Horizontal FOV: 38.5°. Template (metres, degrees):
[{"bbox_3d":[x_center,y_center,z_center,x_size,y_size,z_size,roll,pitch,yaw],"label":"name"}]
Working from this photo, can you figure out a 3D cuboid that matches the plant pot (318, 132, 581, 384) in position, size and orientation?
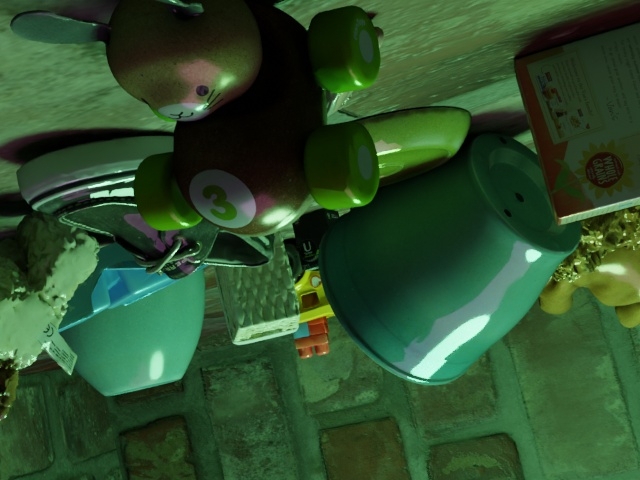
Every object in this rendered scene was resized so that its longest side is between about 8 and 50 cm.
[{"bbox_3d":[0.180,0.008,1.173,0.272,0.271,0.255,-6,152,-44],"label":"plant pot"}]

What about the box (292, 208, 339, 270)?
[{"bbox_3d":[0.000,0.000,1.412,0.062,0.083,0.052,-17,170,25],"label":"box"}]

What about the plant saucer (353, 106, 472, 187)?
[{"bbox_3d":[0.059,-0.092,1.042,0.241,0.037,0.241,-13,171,-2],"label":"plant saucer"}]

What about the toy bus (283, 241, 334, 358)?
[{"bbox_3d":[0.000,0.098,1.652,0.220,0.211,0.149,-16,170,5],"label":"toy bus"}]

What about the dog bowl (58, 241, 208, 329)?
[{"bbox_3d":[-0.281,0.056,1.160,0.297,0.074,0.166,-24,179,-36],"label":"dog bowl"}]

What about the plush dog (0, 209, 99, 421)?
[{"bbox_3d":[-0.384,0.058,0.920,0.225,0.210,0.262,9,-176,28],"label":"plush dog"}]

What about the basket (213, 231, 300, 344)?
[{"bbox_3d":[-0.100,0.067,1.437,0.113,0.167,0.103,-12,167,-12],"label":"basket"}]

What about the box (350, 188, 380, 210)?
[{"bbox_3d":[0.160,-0.063,1.408,0.207,0.036,0.114,-11,172,-18],"label":"box"}]

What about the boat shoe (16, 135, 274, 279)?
[{"bbox_3d":[-0.138,-0.023,0.888,0.121,0.119,0.335,-18,169,33],"label":"boat shoe"}]

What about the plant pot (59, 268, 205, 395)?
[{"bbox_3d":[-0.330,0.162,1.601,0.290,0.195,0.290,-13,172,-2],"label":"plant pot"}]

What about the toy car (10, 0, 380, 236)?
[{"bbox_3d":[-0.073,-0.090,0.523,0.155,0.149,0.188,-6,165,27],"label":"toy car"}]

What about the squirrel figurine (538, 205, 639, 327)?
[{"bbox_3d":[0.418,-0.005,1.673,0.370,0.281,0.397,-3,158,0],"label":"squirrel figurine"}]

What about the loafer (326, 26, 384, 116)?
[{"bbox_3d":[0.017,-0.128,0.707,0.039,0.045,0.125,-18,171,-17],"label":"loafer"}]

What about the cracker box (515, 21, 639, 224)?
[{"bbox_3d":[0.311,-0.119,0.838,0.232,0.155,0.067,-15,172,13],"label":"cracker box"}]
